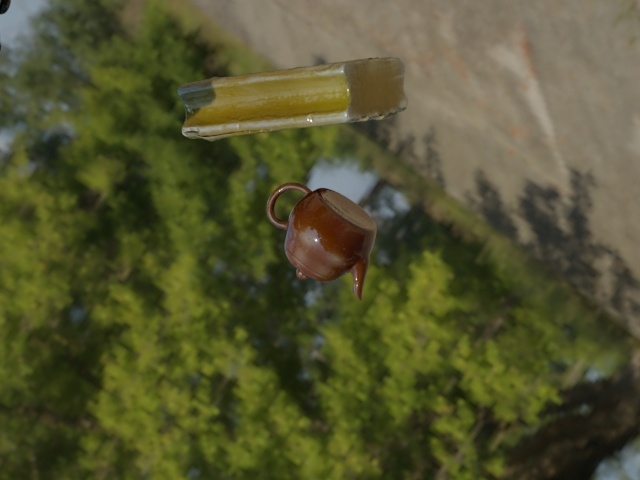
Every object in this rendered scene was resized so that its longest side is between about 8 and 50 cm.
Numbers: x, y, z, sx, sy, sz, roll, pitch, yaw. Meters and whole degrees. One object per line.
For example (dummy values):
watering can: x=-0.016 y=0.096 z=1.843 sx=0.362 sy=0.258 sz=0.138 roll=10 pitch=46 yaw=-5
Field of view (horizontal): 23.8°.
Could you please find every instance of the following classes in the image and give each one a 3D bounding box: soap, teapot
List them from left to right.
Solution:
soap: x=-0.037 y=-0.191 z=2.056 sx=0.274 sy=0.089 sz=0.173 roll=-3 pitch=-175 yaw=33
teapot: x=0.000 y=0.000 z=1.846 sx=0.173 sy=0.116 sz=0.116 roll=41 pitch=-172 yaw=17

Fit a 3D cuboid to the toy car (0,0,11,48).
toy car: x=-0.596 y=-0.335 z=2.437 sx=0.204 sy=0.248 sz=0.198 roll=5 pitch=-146 yaw=-26
